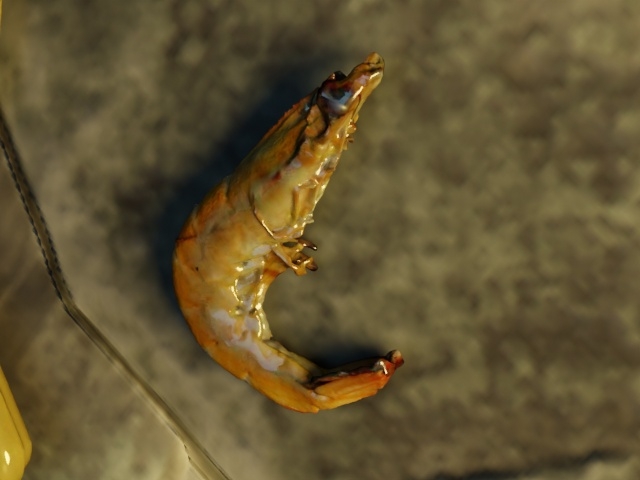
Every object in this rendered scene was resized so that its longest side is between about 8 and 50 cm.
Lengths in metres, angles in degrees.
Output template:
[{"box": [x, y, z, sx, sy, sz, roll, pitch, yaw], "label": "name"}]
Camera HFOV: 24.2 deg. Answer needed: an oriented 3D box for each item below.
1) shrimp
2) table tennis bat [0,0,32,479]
[{"box": [0.000, 0.000, 0.483, 0.091, 0.025, 0.127, 40, 122, 16], "label": "shrimp"}, {"box": [-0.181, -0.052, 0.569, 0.198, 0.050, 0.321, -21, 86, 30], "label": "table tennis bat"}]
